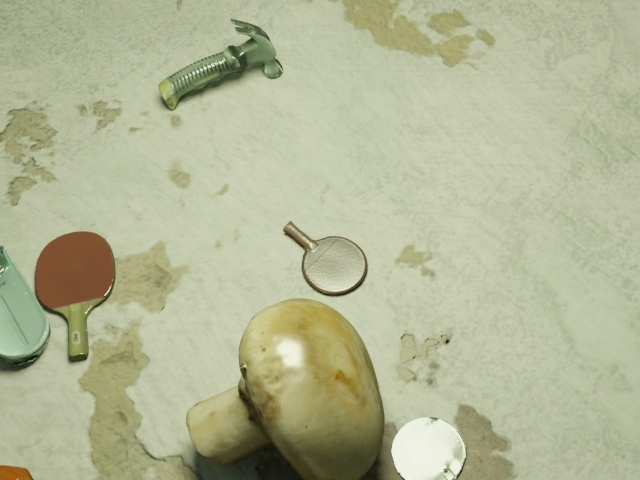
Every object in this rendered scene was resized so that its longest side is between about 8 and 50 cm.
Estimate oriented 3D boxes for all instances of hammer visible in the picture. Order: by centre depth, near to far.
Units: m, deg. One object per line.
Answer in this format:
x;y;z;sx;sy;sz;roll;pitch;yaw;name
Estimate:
-0.192;-0.317;1.961;0.226;0.159;0.041;-24;57;6;hammer

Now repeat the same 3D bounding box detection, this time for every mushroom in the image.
-0.060;0.235;1.553;0.290;0.292;0.293;-23;59;12;mushroom

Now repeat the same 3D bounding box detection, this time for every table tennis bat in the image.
0.000;0.000;1.757;0.170;0.119;0.107;38;69;22;table tennis bat
-0.413;0.089;1.803;0.138;0.022;0.247;-10;57;0;table tennis bat

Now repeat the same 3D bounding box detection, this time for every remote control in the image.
-0.533;0.102;1.785;0.104;0.052;0.247;-30;61;-13;remote control

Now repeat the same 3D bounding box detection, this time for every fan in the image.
0.183;0.341;1.602;0.113;0.005;0.175;-34;62;-14;fan

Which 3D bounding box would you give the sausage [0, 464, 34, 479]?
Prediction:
-0.437;0.405;1.579;0.089;0.089;0.179;-30;67;-12;sausage
